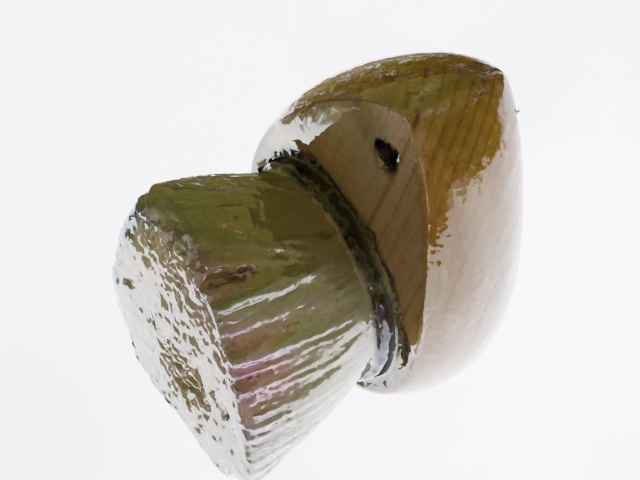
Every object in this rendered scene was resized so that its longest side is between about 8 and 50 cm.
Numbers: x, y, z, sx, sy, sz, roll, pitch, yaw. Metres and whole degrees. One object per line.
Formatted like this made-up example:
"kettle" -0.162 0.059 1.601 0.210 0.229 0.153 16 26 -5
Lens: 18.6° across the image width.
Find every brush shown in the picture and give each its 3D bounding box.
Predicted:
"brush" 0.000 0.000 1.036 0.174 0.166 0.267 57 -27 18
